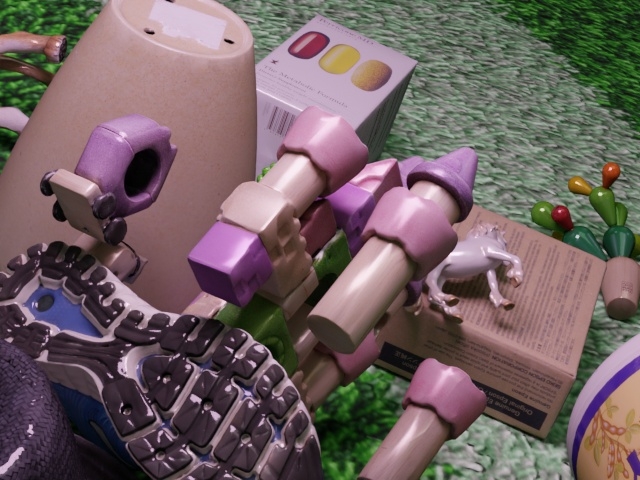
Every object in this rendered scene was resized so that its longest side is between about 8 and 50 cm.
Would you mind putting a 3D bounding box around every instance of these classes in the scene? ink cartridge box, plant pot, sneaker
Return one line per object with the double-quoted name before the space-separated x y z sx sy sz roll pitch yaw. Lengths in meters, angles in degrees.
"ink cartridge box" 0.170 0.068 1.544 0.193 0.088 0.235 23 32 6
"plant pot" -0.159 -0.082 1.401 0.256 0.274 0.256 16 31 -9
"sneaker" -0.117 0.123 1.199 0.330 0.147 0.130 33 72 33

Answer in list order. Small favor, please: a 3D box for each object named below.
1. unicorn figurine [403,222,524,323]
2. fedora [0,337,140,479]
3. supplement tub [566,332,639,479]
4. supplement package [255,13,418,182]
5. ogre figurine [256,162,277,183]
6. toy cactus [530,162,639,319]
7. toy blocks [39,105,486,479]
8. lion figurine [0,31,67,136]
"unicorn figurine" 0.142 0.024 1.454 0.162 0.060 0.111 2 37 -26
"fedora" -0.256 0.150 1.026 0.334 0.152 0.334 3 25 -1
"supplement tub" 0.355 0.239 1.240 0.241 0.241 0.331 9 32 -19
"supplement package" -0.007 -0.133 1.708 0.139 0.134 0.244 26 31 8
"ogre figurine" -0.013 -0.006 1.552 0.197 0.097 0.118 48 11 -18
"toy cactus" 0.346 0.012 1.745 0.219 0.112 0.180 24 40 -11
"toy blocks" 0.000 0.000 1.269 0.309 0.289 0.260 23 60 28
"lion figurine" -0.408 -0.133 1.494 0.240 0.142 0.392 9 15 9
